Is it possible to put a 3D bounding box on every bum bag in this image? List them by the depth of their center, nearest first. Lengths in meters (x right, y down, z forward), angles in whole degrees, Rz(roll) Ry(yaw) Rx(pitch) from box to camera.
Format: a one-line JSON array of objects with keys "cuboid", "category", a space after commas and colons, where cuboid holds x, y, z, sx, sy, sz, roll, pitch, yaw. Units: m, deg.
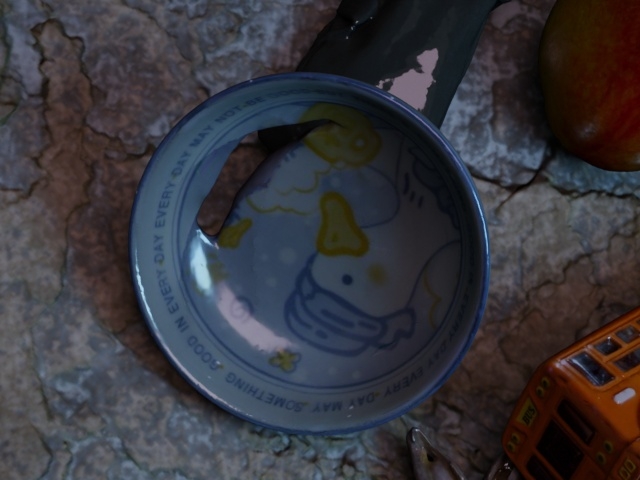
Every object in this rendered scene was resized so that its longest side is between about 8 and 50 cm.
[{"cuboid": [0.074, -0.167, 1.328, 0.142, 0.080, 0.326, 29, 72, 6], "category": "bum bag"}]

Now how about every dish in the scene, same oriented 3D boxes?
[{"cuboid": [0.000, 0.000, 1.224, 0.273, 0.134, 0.273, 2, 103, 10], "category": "dish"}]

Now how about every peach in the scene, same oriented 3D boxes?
[{"cuboid": [0.275, -0.153, 1.303, 0.197, 0.197, 0.197, 4, 72, -12], "category": "peach"}]

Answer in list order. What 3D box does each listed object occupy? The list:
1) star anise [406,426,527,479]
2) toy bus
[{"cuboid": [0.107, 0.227, 1.216, 0.172, 0.063, 0.208, 38, 74, 8], "category": "star anise"}, {"cuboid": [0.304, 0.107, 1.231, 0.329, 0.143, 0.153, -24, 59, -32], "category": "toy bus"}]
